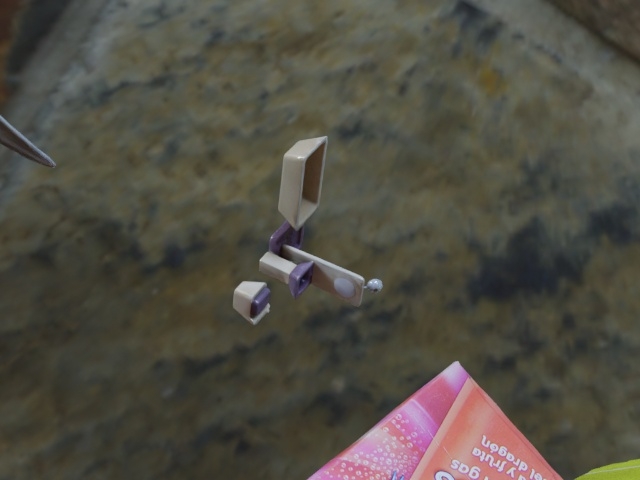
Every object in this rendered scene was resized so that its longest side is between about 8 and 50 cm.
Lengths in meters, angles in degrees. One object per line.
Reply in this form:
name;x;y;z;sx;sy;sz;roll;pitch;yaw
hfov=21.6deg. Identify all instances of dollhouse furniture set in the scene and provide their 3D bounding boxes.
dollhouse furniture set;0.000;0.000;1.121;0.081;0.091;0.114;24;133;19

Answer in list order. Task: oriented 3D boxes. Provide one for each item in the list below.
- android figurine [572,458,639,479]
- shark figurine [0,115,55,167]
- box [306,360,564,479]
android figurine;0.264;0.187;1.210;0.248;0.273;0.056;-12;84;21
shark figurine;-0.160;-0.185;0.894;0.116;0.166;0.278;11;90;4
box;0.009;0.217;0.901;0.142;0.154;0.300;48;141;9
